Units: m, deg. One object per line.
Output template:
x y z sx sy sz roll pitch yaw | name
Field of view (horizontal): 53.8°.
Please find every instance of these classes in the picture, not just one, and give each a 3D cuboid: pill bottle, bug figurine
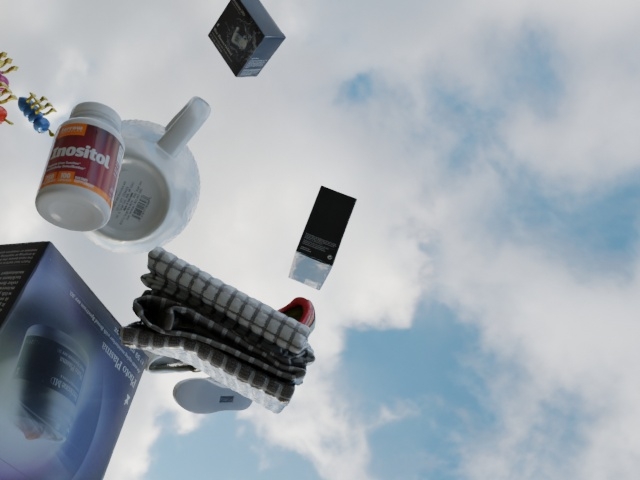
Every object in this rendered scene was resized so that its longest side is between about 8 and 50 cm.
-0.290 -0.094 0.775 0.086 0.086 0.152 -23 -129 30 | pill bottle
-0.646 -0.303 1.264 0.072 0.279 0.216 -36 -87 3 | bug figurine

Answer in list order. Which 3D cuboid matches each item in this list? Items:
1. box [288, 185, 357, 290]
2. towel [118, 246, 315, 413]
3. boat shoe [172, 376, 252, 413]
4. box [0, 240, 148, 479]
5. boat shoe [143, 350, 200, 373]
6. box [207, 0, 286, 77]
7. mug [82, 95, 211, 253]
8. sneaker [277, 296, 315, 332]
0.000 0.000 1.612 0.103 0.261 0.184 23 -109 0 | box
-0.130 0.139 0.851 0.234 0.284 0.121 27 -105 3 | towel
-0.297 0.410 1.681 0.084 0.258 0.095 9 -102 44 | boat shoe
-0.414 0.209 0.861 0.182 0.296 0.294 -4 -133 18 | box
-0.271 0.251 1.404 0.096 0.276 0.098 33 -56 49 | boat shoe
-0.203 -0.558 1.722 0.158 0.093 0.156 -42 -103 38 | box
-0.358 -0.146 1.311 0.374 0.276 0.328 -50 -163 1 | mug
-0.130 0.229 1.515 0.279 0.118 0.107 -40 -116 -19 | sneaker
